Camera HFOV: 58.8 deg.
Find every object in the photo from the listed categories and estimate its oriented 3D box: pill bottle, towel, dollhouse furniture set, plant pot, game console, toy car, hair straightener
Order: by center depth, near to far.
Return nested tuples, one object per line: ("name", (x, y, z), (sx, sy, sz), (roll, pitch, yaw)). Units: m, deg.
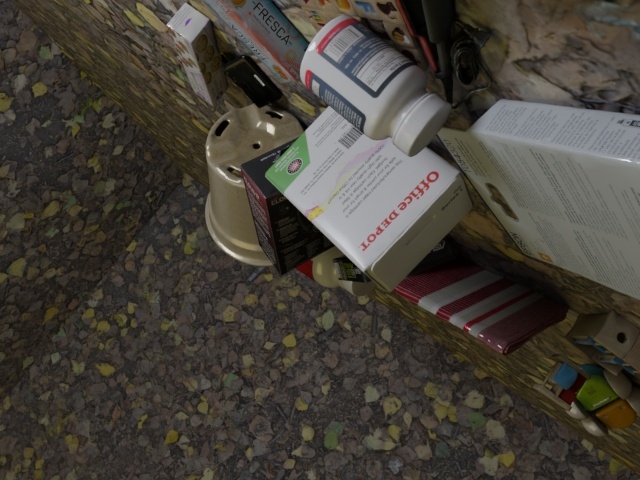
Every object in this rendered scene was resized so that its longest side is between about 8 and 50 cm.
("hair straightener", (0.145, -0.215, 0.634), (0.089, 0.047, 0.230), (32, 170, 32))
("pill bottle", (0.072, -0.192, 0.725), (0.180, 0.108, 0.108), (43, 173, 14))
("dollhouse furniture set", (0.532, 0.249, 1.086), (0.129, 0.184, 0.129), (36, 171, 5))
("game console", (-0.146, -0.349, 1.204), (0.107, 0.071, 0.122), (-13, 138, 38))
("towel", (0.325, 0.125, 1.224), (0.329, 0.237, 0.037), (29, 125, 44))
("plant pot", (-0.136, -0.149, 1.360), (0.333, 0.334, 0.305), (35, 159, 15))
("toy car", (0.677, 0.368, 1.371), (0.182, 0.159, 0.136), (39, -153, -18))
("pill bottle", (0.000, 0.000, 1.738), (0.407, 0.229, 0.229), (31, 169, 33))

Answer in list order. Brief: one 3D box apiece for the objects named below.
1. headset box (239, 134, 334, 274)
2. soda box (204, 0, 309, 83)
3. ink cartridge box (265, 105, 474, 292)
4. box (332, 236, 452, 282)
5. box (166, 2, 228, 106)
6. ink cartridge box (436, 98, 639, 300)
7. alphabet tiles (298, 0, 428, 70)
("headset box", (-0.031, -0.092, 1.174), (0.110, 0.218, 0.293), (51, 161, 32))
("soda box", (-0.092, -0.334, 0.894), (0.183, 0.063, 0.058), (42, 170, -29))
("ink cartridge box", (0.075, -0.083, 0.922), (0.278, 0.201, 0.117), (45, -179, 35))
("box", (0.163, 0.040, 1.380), (0.270, 0.216, 0.060), (168, 85, -78))
("box", (-0.261, -0.395, 1.245), (0.063, 0.067, 0.324), (37, 170, 3))
("ink cartridge box", (0.338, -0.041, 0.718), (0.324, 0.071, 0.330), (43, 174, -35))
("alphabet tiles", (0.022, -0.318, 0.718), (0.198, 0.009, 0.237), (30, 169, 40))
